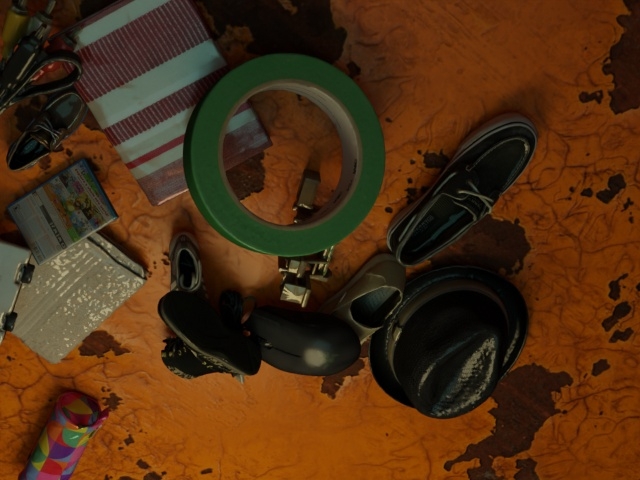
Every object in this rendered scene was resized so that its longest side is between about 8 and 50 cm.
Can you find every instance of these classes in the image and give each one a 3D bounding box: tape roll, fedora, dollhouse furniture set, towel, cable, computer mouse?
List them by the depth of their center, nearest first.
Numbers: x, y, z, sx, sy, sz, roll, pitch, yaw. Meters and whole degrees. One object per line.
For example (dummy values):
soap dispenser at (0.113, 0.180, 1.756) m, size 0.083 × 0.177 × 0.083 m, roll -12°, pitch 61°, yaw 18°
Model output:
cable at (-0.477, -0.245, 1.411) m, size 0.139 × 0.072 × 0.287 m, roll 33°, pitch 116°, yaw -28°
tape roll at (-0.056, -0.135, 1.452) m, size 0.321 × 0.077 × 0.321 m, roll -1°, pitch 92°, yaw -18°
towel at (-0.255, -0.239, 1.478) m, size 0.237 × 0.037 × 0.329 m, roll -27°, pitch 116°, yaw 5°
dollhouse furniture set at (0.000, 0.000, 1.560) m, size 0.101 × 0.161 × 0.181 m, roll 13°, pitch 117°, yaw -11°
towel at (-0.464, 0.093, 1.637) m, size 0.282 × 0.049 × 0.187 m, roll -42°, pitch 112°, yaw 17°
computer mouse at (-0.063, 0.194, 1.655) m, size 0.272 × 0.072 × 0.188 m, roll 4°, pitch 115°, yaw 19°
fedora at (0.251, 0.217, 1.697) m, size 0.334 × 0.152 × 0.334 m, roll -2°, pitch 118°, yaw -4°

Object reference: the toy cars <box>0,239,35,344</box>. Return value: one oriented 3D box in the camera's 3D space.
toy cars at (-0.592, -0.014, 1.531) m, size 0.177 × 0.087 × 0.393 m, roll -20°, pitch 108°, yaw -1°

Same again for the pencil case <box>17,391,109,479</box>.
pencil case at (-0.507, 0.406, 1.770) m, size 0.104 × 0.104 × 0.236 m, roll 26°, pitch 114°, yaw -17°

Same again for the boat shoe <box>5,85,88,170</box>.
boat shoe at (-0.447, -0.176, 1.487) m, size 0.066 × 0.066 × 0.183 m, roll 38°, pitch 108°, yaw -20°

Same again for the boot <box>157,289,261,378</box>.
boot at (-0.241, 0.181, 1.627) m, size 0.179 × 0.085 × 0.236 m, roll -14°, pitch 137°, yaw 40°

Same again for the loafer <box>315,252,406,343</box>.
loafer at (0.061, 0.141, 1.676) m, size 0.102 × 0.092 × 0.268 m, roll 29°, pitch 112°, yaw -18°

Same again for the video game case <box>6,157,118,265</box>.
video game case at (-0.442, -0.048, 1.551) m, size 0.166 × 0.015 × 0.119 m, roll -30°, pitch 86°, yaw 10°

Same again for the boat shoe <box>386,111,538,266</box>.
boat shoe at (0.253, -0.072, 1.565) m, size 0.121 × 0.119 × 0.335 m, roll 35°, pitch 110°, yaw -20°

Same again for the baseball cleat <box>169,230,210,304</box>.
baseball cleat at (-0.238, 0.089, 1.617) m, size 0.072 × 0.109 × 0.205 m, roll -10°, pitch 120°, yaw -4°
